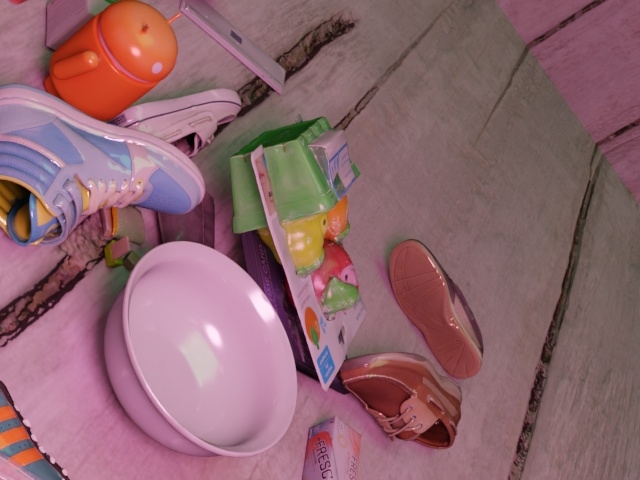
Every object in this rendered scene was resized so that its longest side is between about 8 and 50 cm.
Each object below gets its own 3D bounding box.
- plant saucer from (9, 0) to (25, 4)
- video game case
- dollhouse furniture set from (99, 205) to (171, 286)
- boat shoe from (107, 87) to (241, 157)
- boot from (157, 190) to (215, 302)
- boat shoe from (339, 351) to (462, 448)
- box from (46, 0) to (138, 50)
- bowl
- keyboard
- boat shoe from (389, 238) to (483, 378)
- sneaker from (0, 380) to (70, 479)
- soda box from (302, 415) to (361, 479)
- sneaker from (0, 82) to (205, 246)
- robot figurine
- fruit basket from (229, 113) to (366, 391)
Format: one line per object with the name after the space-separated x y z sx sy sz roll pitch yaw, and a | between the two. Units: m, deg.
-0.463 -0.506 1.670 0.258 0.047 0.259 53 33 -10 | plant saucer
-0.033 0.116 1.705 0.274 0.026 0.196 36 36 -56 | video game case
-0.255 0.000 1.526 0.076 0.058 0.152 16 52 -48 | dollhouse furniture set
-0.209 -0.173 1.702 0.267 0.096 0.088 -20 85 -57 | boat shoe
-0.167 0.028 1.627 0.189 0.076 0.208 32 34 -39 | boot
0.142 0.264 1.786 0.324 0.123 0.116 29 50 -47 | boat shoe
-0.338 -0.323 1.638 0.101 0.102 0.087 26 46 -43 | box
-0.177 0.160 1.430 0.298 0.134 0.298 35 39 -34 | bowl
-0.156 -0.364 2.012 0.256 0.014 0.072 38 33 -31 | keyboard
0.220 0.120 2.052 0.285 0.102 0.092 59 26 -7 | boat shoe
-0.348 0.213 1.174 0.302 0.108 0.121 44 39 -21 | sneaker
0.013 0.351 1.608 0.063 0.058 0.183 41 36 -27 | soda box
-0.302 -0.055 1.434 0.319 0.127 0.208 21 46 -24 | sneaker
-0.288 -0.249 1.533 0.158 0.219 0.128 26 44 -42 | robot figurine
0.000 0.000 1.640 0.353 0.165 0.327 67 18 -10 | fruit basket
